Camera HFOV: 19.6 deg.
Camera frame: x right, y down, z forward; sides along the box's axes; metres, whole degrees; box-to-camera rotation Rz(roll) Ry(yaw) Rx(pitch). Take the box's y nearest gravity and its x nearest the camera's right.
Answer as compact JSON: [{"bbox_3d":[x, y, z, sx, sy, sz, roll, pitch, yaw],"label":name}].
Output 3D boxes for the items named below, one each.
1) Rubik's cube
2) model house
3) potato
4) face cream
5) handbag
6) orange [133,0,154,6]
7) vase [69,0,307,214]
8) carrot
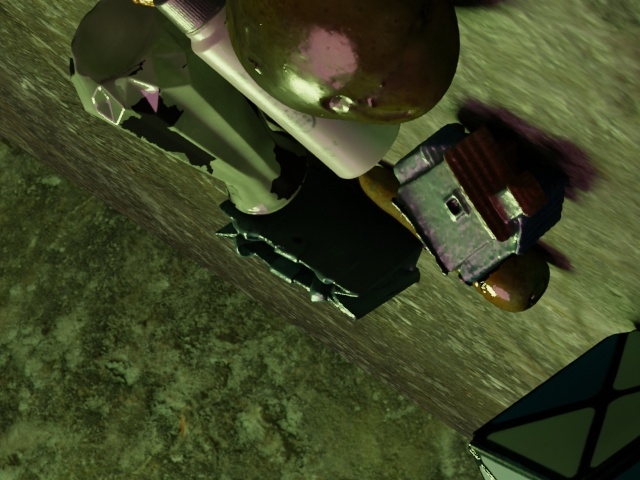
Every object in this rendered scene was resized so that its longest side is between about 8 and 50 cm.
[{"bbox_3d":[0.342,0.265,1.954,0.248,0.250,0.246,62,162,-17],"label":"Rubik's cube"},{"bbox_3d":[0.164,-0.049,1.703,0.148,0.119,0.149,58,144,-1],"label":"model house"},{"bbox_3d":[0.013,-0.171,1.447,0.228,0.148,0.197,29,155,49],"label":"potato"},{"bbox_3d":[-0.056,-0.184,1.803,0.311,0.092,0.092,41,170,-26],"label":"face cream"},{"bbox_3d":[0.000,0.000,2.308,0.229,0.179,0.062,32,129,26],"label":"handbag"},{"bbox_3d":[-0.169,-0.270,1.839,0.083,0.070,0.083,30,172,5],"label":"orange"},{"bbox_3d":[-0.144,-0.149,2.144,0.165,0.165,0.360,29,173,35],"label":"vase"},{"bbox_3d":[0.129,-0.018,2.074,0.298,0.078,0.078,35,172,30],"label":"carrot"}]
